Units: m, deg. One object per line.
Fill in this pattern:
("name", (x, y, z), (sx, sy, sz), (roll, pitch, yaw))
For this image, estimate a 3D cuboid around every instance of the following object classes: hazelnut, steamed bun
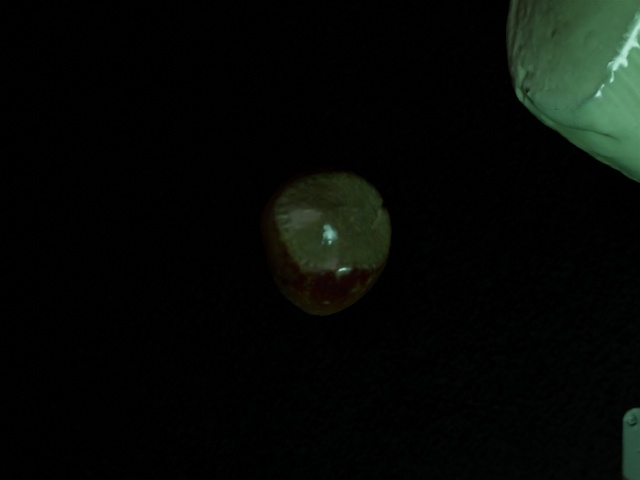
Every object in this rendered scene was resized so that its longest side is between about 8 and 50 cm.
("hazelnut", (0.000, 0.000, 1.608), (0.143, 0.143, 0.154), (-14, 72, 26))
("steamed bun", (0.309, -0.204, 1.445), (0.273, 0.290, 0.272), (-46, 33, 11))

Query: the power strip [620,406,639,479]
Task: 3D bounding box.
("power strip", (0.359, 0.149, 1.323), (0.215, 0.061, 0.145), (-10, 59, 28))
